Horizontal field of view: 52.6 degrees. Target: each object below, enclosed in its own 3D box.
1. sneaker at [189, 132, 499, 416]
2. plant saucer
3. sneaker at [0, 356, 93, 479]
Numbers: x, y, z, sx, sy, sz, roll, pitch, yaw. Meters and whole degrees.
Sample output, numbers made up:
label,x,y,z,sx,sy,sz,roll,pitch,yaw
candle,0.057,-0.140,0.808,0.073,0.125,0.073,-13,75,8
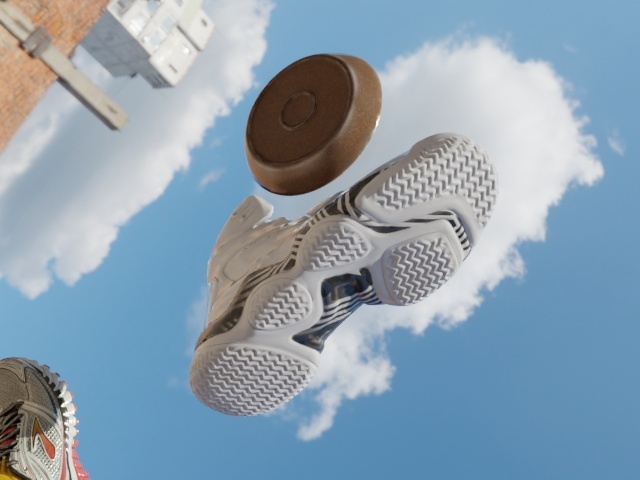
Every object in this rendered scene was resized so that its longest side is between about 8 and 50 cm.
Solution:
label,x,y,z,sx,sy,sz,roll,pitch,yaw
sneaker,0.000,0.000,0.668,0.366,0.137,0.210,-43,-149,17
plant saucer,-0.017,-0.127,0.662,0.168,0.029,0.168,-15,-119,28
sneaker,-0.310,0.223,0.687,0.088,0.092,0.225,-41,-116,20
